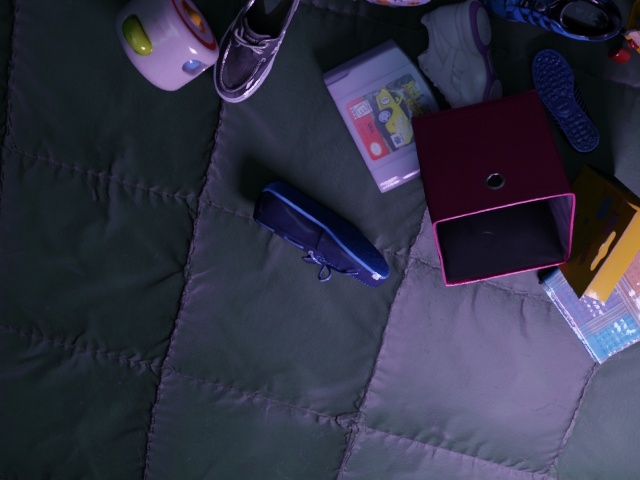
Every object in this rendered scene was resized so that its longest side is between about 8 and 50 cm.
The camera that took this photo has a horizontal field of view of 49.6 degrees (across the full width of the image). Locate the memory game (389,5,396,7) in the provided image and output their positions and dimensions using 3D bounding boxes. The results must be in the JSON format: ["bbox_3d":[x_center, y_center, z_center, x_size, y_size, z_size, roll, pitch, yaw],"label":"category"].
[{"bbox_3d":[0.145,-0.567,1.398,0.186,0.012,0.186,2,112,5],"label":"memory game"}]

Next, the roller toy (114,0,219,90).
[{"bbox_3d":[-0.305,-0.419,1.409,0.146,0.209,0.191,-30,132,16],"label":"roller toy"}]

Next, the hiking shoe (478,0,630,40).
[{"bbox_3d":[0.441,-0.464,1.338,0.304,0.132,0.113,15,112,5],"label":"hiking shoe"}]

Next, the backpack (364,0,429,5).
[{"bbox_3d":[0.118,-0.556,1.257,0.264,0.213,0.276,23,115,23],"label":"backpack"}]

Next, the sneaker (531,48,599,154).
[{"bbox_3d":[0.505,-0.283,1.439,0.081,0.090,0.232,-24,85,15],"label":"sneaker"}]

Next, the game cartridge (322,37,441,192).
[{"bbox_3d":[0.155,-0.269,1.491,0.196,0.060,0.294,-26,106,11],"label":"game cartridge"}]

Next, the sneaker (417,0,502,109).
[{"bbox_3d":[0.288,-0.341,1.436,0.152,0.114,0.305,5,121,35],"label":"sneaker"}]

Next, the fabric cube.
[{"bbox_3d":[0.335,-0.099,1.368,0.254,0.258,0.259,-11,147,9],"label":"fabric cube"}]

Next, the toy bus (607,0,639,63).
[{"bbox_3d":[0.685,-0.401,1.350,0.191,0.202,0.104,17,81,7],"label":"toy bus"}]

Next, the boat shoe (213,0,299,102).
[{"bbox_3d":[-0.134,-0.434,1.421,0.121,0.119,0.335,28,111,-5],"label":"boat shoe"}]

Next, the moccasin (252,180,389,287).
[{"bbox_3d":[0.000,0.000,1.584,0.342,0.138,0.116,38,115,6],"label":"moccasin"}]

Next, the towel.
[{"bbox_3d":[0.722,0.095,1.575,0.370,0.040,0.271,-35,104,17],"label":"towel"}]

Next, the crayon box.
[{"bbox_3d":[0.560,-0.013,1.400,0.081,0.318,0.202,23,112,-4],"label":"crayon box"}]
